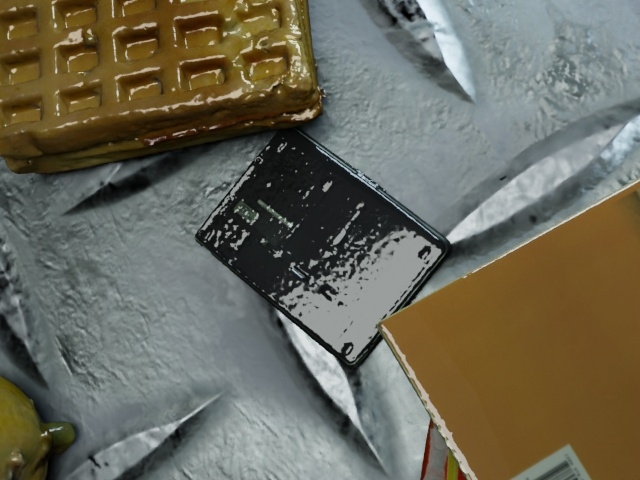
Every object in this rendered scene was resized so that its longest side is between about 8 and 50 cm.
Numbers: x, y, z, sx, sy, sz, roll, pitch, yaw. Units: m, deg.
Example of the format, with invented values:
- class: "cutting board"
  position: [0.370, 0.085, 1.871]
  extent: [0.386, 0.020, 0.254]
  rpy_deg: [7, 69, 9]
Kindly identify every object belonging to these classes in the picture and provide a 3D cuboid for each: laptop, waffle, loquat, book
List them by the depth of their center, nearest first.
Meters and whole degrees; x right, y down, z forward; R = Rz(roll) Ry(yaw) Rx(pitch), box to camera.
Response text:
- class: "book"
  position: [0.269, 0.092, 0.693]
  extent: [0.374, 0.028, 0.262]
  rpy_deg: [-27, 75, -11]
- class: "loquat"
  position: [-0.326, 0.198, 0.773]
  extent: [0.204, 0.149, 0.172]
  rpy_deg: [-7, 52, -24]
- class: "laptop"
  position: [0.000, 0.000, 0.807]
  extent: [0.207, 0.026, 0.154]
  rpy_deg: [39, 89, 15]
- class: "waffle"
  position: [-0.167, -0.195, 0.835]
  extent: [0.328, 0.098, 0.224]
  rpy_deg: [-9, 76, 10]

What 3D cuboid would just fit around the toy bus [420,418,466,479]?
- class: "toy bus"
  position: [0.123, 0.221, 0.720]
  extent: [0.077, 0.079, 0.174]
  rpy_deg: [5, 81, 20]
